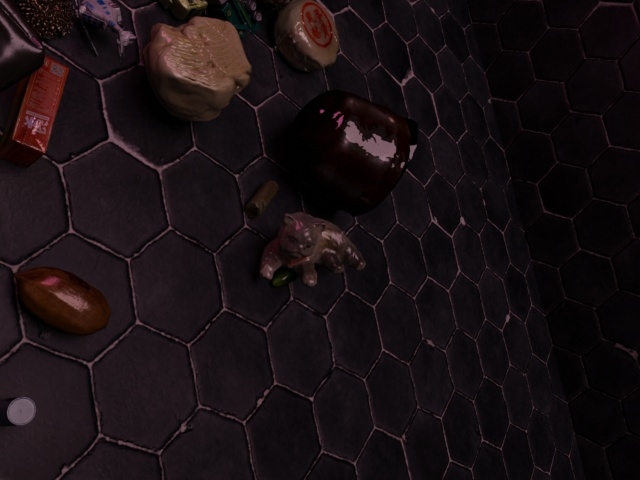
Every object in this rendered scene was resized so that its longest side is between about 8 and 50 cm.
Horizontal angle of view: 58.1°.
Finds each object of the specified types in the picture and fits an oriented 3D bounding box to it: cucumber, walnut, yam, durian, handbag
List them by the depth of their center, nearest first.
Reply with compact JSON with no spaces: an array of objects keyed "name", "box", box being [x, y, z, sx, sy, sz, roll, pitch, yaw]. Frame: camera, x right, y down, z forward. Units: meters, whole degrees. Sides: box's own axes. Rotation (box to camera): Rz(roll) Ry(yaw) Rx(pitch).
[{"name":"handbag","box":[-0.698,-0.378,1.068,0.285,0.113,0.257,-39,119,-23]},{"name":"walnut","box":[-0.523,0.120,1.170,0.207,0.116,0.115,35,53,-26]},{"name":"durian","box":[-0.629,-0.553,1.296,0.188,0.091,0.148,46,47,-24]},{"name":"yam","box":[-0.168,-0.123,1.672,0.054,0.054,0.132,52,44,-22]},{"name":"cucumber","box":[-0.057,0.075,1.722,0.250,0.056,0.056,-36,103,-46]}]

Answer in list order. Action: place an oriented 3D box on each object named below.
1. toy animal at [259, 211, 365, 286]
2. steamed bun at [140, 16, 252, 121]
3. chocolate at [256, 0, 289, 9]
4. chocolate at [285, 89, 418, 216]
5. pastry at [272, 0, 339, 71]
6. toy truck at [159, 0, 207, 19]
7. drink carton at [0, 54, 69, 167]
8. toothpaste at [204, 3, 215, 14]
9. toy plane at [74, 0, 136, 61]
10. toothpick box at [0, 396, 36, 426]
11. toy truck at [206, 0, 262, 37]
[{"name":"toy animal","box":[0.000,0.000,1.657,0.308,0.188,0.266,12,26,-5]},{"name":"steamed bun","box":[-0.332,-0.441,1.504,0.276,0.203,0.289,16,51,-34]},{"name":"chocolate","box":[-0.156,-0.836,1.792,0.340,0.225,0.210,-81,155,-51]},{"name":"chocolate","box":[0.061,-0.298,1.794,0.331,0.384,0.383,29,56,-21]},{"name":"pastry","box":[-0.046,-0.691,1.947,0.265,0.133,0.264,17,67,-46]},{"name":"toy truck","box":[-0.408,-0.709,1.595,0.116,0.085,0.191,-39,105,-37]},{"name":"drink carton","box":[-0.606,-0.276,1.219,0.071,0.096,0.222,25,59,-40]},{"name":"toothpaste","box":[-0.361,-0.785,1.701,0.078,0.047,0.248,-34,105,-55]},{"name":"toy plane","box":[-0.495,-0.524,1.342,0.107,0.273,0.182,-25,122,-31]},{"name":"toothpick box","box":[-0.567,0.316,1.064,0.052,0.083,0.052,19,63,-43]},{"name":"toy truck","box":[-0.269,-0.687,1.690,0.116,0.110,0.216,-60,147,-19]}]
